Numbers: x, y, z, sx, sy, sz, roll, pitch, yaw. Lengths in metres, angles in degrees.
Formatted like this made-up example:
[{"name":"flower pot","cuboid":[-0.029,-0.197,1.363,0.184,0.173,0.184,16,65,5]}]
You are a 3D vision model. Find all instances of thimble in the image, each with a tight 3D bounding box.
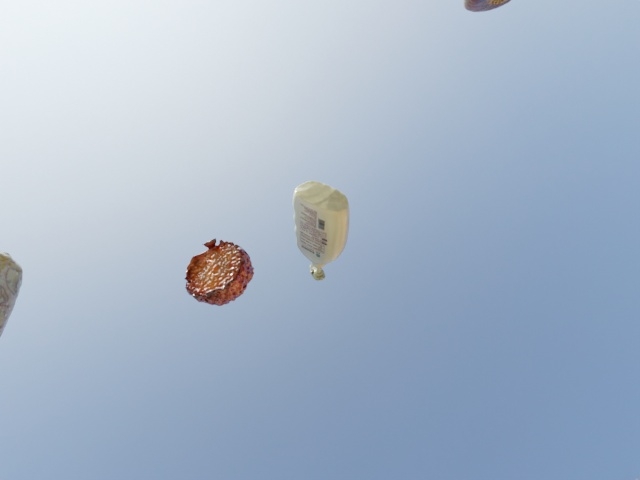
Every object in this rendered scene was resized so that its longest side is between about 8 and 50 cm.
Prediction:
[{"name":"thimble","cuboid":[-0.609,0.108,0.685,0.190,0.137,0.144,-30,-133,20]}]

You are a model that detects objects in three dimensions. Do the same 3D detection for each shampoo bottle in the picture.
[{"name":"shampoo bottle","cuboid":[0.000,0.000,0.533,0.077,0.152,0.045,26,-132,25]}]

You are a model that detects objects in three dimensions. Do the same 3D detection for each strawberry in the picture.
[{"name":"strawberry","cuboid":[-0.202,0.071,0.823,0.145,0.086,0.145,-6,-129,7]}]

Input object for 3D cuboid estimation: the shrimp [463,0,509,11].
[{"name":"shrimp","cuboid":[0.387,-0.550,0.845,0.150,0.248,0.068,-12,-88,6]}]
